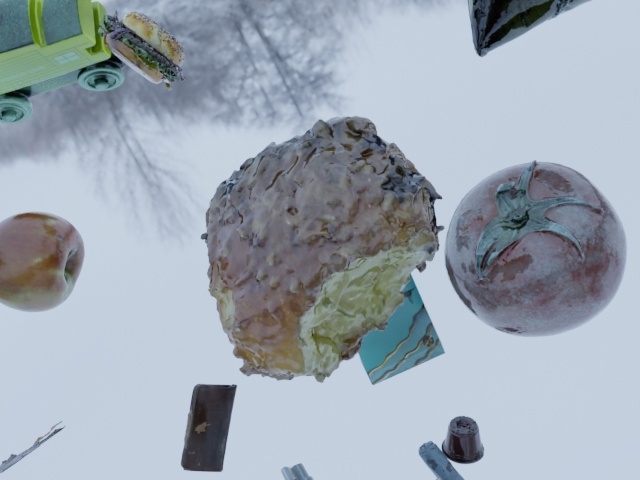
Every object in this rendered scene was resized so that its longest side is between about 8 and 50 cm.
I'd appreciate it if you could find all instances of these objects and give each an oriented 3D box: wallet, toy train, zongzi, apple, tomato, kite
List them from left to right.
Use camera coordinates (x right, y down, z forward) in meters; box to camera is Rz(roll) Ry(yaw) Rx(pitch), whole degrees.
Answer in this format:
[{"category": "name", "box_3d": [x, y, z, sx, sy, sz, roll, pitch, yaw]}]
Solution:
[{"category": "kite", "box_3d": [-0.424, 0.301, 1.521, 0.159, 0.010, 0.190, -37, 177, 11]}, {"category": "apple", "box_3d": [-0.550, 0.040, 2.013, 0.196, 0.196, 0.196, -26, -166, 7]}, {"category": "toy train", "box_3d": [-0.616, -0.398, 2.262, 0.442, 0.179, 0.272, -15, 159, 15]}, {"category": "wallet", "box_3d": [-0.222, 0.370, 2.106, 0.095, 0.176, 0.026, 7, -175, -29]}, {"category": "zongzi", "box_3d": [0.317, -0.559, 1.806, 0.319, 0.383, 0.362, -27, 153, 21]}, {"category": "tomato", "box_3d": [0.374, 0.016, 1.874, 0.316, 0.282, 0.317, -15, -129, 18]}]

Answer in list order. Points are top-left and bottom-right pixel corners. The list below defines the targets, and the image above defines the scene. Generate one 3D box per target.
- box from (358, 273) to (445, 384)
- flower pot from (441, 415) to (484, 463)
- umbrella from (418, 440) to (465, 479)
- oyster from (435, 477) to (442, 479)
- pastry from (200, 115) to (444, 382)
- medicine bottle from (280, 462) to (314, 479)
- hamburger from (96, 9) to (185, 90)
[{"category": "box", "box_3d": [0.129, 0.151, 2.107, 0.162, 0.229, 0.041, -24, -179, -2]}, {"category": "flower pot", "box_3d": [0.362, 0.496, 2.690, 0.111, 0.089, 0.111, -1, -148, 1]}, {"category": "umbrella", "box_3d": [0.333, 0.604, 2.641, 0.053, 0.250, 0.052, -39, 177, -16]}, {"category": "oyster", "box_3d": [0.335, 0.649, 2.390, 0.100, 0.275, 0.271, -55, 153, -1]}, {"category": "pastry", "box_3d": [-0.013, -0.001, 1.597, 0.292, 0.337, 0.405, 11, 120, -49]}, {"category": "medicine bottle", "box_3d": [0.002, 0.481, 1.805, 0.061, 0.221, 0.092, -38, 157, 9]}, {"category": "hamburger", "box_3d": [-0.327, -0.362, 1.968, 0.093, 0.189, 0.164, -54, -179, -2]}]
